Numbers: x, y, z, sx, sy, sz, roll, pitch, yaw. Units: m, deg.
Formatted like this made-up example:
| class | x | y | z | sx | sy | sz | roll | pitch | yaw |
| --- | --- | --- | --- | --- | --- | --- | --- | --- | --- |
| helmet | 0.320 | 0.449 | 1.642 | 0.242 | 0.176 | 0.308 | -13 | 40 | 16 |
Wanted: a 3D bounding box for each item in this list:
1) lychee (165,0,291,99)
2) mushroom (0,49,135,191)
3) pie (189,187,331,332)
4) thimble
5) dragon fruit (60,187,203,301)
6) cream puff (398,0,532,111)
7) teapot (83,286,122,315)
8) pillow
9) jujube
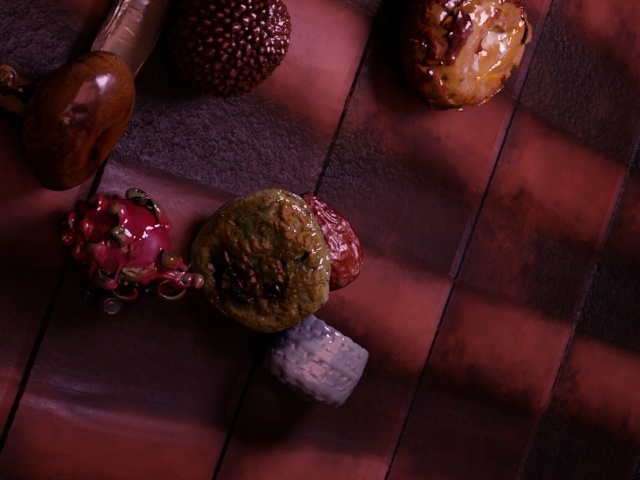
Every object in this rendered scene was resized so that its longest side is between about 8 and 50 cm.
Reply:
| class | x | y | z | sx | sy | sz | roll | pitch | yaw |
| --- | --- | --- | --- | --- | --- | --- | --- | --- | --- |
| lychee | -0.169 | -0.408 | 1.811 | 0.272 | 0.271 | 0.271 | -7 | 103 | -32 |
| mushroom | -0.455 | -0.246 | 1.704 | 0.267 | 0.267 | 0.254 | -26 | 86 | -26 |
| pie | -0.129 | 0.049 | 1.966 | 0.323 | 0.070 | 0.323 | 0 | 106 | 0 |
| thimble | -0.010 | 0.276 | 2.084 | 0.171 | 0.205 | 0.250 | -57 | 143 | -9 |
| dragon fruit | -0.376 | 0.023 | 1.815 | 0.198 | 0.218 | 0.272 | -17 | 118 | 15 |
| cream puff | 0.312 | -0.471 | 2.128 | 0.350 | 0.229 | 0.350 | -29 | 138 | -31 |
| teapot | -0.436 | 0.122 | 1.851 | 0.064 | 0.083 | 0.049 | -24 | 114 | -19 |
| pillow | -0.372 | -0.408 | 1.803 | 0.119 | 0.053 | 0.208 | 31 | 83 | -38 |
| jujube | 0.000 | 0.000 | 2.069 | 0.168 | 0.168 | 0.236 | -37 | 109 | -22 |
